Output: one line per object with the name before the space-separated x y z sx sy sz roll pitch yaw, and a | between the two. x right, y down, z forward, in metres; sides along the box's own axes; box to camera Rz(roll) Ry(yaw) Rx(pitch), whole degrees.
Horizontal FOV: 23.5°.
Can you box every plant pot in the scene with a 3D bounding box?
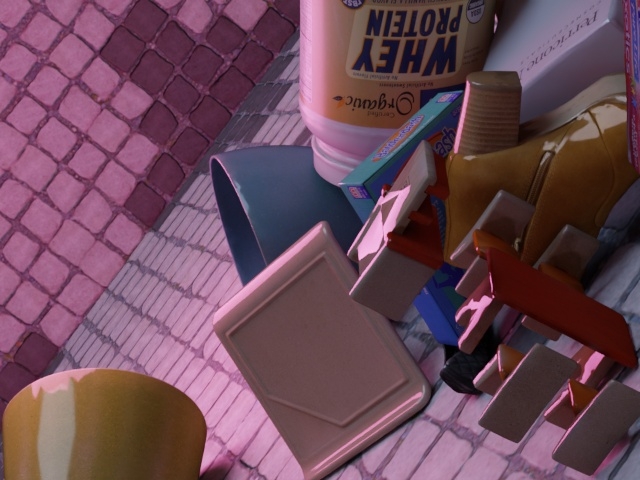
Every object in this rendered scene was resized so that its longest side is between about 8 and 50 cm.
plant pot | -0.285 0.362 1.971 0.275 0.274 0.294 -41 35 35
plant pot | 0.000 0.000 1.943 0.195 0.290 0.290 -19 12 -11

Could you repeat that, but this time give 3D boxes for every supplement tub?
supplement tub | 0.088 -0.232 1.786 0.228 0.228 0.316 -87 -3 -64

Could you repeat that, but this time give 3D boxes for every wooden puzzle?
wooden puzzle | 0.001 0.128 1.745 0.221 0.239 0.044 -40 -16 36

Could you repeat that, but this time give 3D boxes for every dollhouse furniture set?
dollhouse furniture set | 0.165 0.036 1.342 0.135 0.259 0.262 -56 17 26

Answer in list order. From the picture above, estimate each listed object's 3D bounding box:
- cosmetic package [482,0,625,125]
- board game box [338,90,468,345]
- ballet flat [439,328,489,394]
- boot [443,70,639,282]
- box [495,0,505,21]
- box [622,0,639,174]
cosmetic package | 0.328 -0.266 1.717 0.230 0.161 0.453 -38 22 41
board game box | 0.133 -0.023 1.577 0.160 0.210 0.047 -42 23 -24
ballet flat | 0.147 0.104 1.626 0.057 0.049 0.173 -49 16 18
boot | 0.268 -0.052 1.493 0.104 0.295 0.211 -71 -16 -65
box | 0.255 -0.276 1.908 0.021 0.201 0.164 -5 39 24
box | 0.331 -0.181 1.313 0.122 0.128 0.257 -86 -8 -74
